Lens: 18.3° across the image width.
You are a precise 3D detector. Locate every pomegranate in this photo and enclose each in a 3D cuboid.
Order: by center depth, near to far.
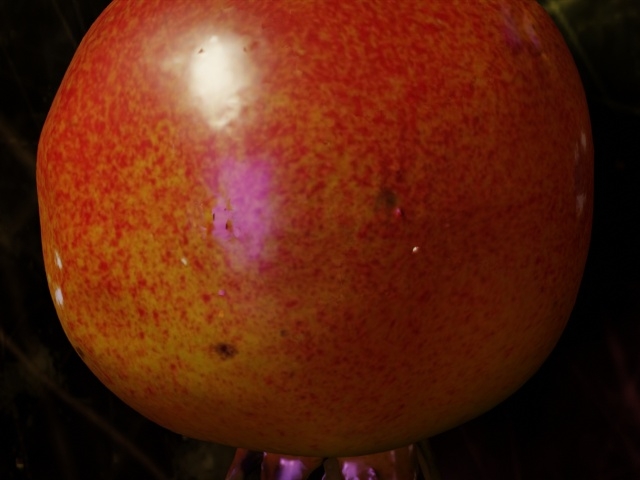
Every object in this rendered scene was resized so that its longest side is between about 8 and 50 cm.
[{"bbox_3d":[0.000,0.000,0.779,0.221,0.221,0.257,-1,103,37],"label":"pomegranate"}]
